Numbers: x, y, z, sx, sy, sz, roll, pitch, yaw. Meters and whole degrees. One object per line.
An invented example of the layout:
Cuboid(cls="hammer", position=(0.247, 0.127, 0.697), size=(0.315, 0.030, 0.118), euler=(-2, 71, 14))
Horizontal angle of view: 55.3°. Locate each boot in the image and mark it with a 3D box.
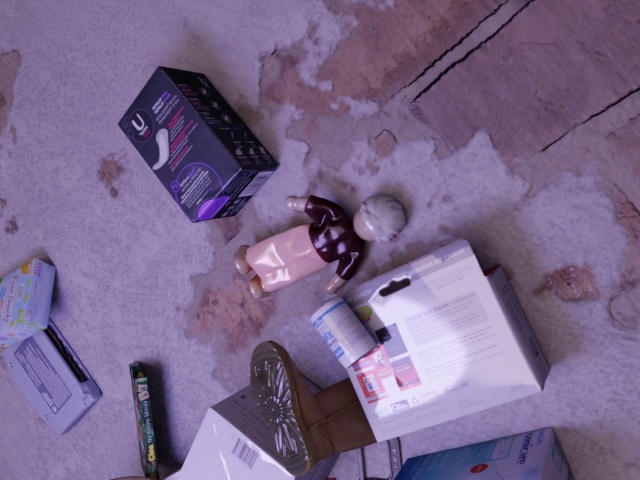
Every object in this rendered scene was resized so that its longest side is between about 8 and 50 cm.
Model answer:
Cuboid(cls="boot", position=(0.008, 0.279, 1.112), size=(0.089, 0.269, 0.236), euler=(-24, 78, 36))

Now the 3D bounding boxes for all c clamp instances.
Cuboid(cls="c clamp", position=(0.098, 0.445, 1.227), size=(0.137, 0.022, 0.161), euler=(3, 99, 25))

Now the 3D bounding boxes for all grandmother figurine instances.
Cuboid(cls="grandmother figurine", position=(0.000, 0.000, 1.170), size=(0.342, 0.104, 0.208), euler=(-21, 116, 24))

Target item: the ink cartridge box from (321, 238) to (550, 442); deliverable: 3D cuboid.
Cuboid(cls="ink cartridge box", position=(0.196, 0.169, 1.078), size=(0.309, 0.130, 0.272), euler=(-26, 84, 26))

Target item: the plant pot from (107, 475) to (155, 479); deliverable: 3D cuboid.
Cuboid(cls="plant pot", position=(-0.410, 0.644, 1.280), size=(0.254, 0.254, 0.239), euler=(3, 95, 25))

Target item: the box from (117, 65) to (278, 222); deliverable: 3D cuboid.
Cuboid(cls="box", position=(-0.245, -0.191, 1.225), size=(0.165, 0.143, 0.270), euler=(-44, 78, 25))

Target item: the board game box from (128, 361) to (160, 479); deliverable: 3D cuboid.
Cuboid(cls="board game box", position=(-0.410, 0.426, 1.421), size=(0.136, 0.030, 0.260), euler=(-170, 74, -68))

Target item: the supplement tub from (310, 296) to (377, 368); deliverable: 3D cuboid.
Cuboid(cls="supplement tub", position=(0.039, 0.157, 1.046), size=(0.071, 0.071, 0.107), euler=(-44, 73, 24))

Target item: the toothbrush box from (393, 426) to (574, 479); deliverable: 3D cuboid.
Cuboid(cls="toothbrush box", position=(0.267, 0.447, 1.040), size=(0.295, 0.216, 0.126), euler=(-22, 88, 27))

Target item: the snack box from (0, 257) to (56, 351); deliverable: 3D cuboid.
Cuboid(cls="snack box", position=(-0.760, 0.164, 1.525), size=(0.207, 0.070, 0.175), euler=(-25, 53, 25))

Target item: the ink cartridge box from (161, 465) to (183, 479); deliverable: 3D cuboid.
Cuboid(cls="ink cartridge box", position=(-0.208, 0.603, 1.346), size=(0.198, 0.114, 0.273), euler=(-34, 82, 26))

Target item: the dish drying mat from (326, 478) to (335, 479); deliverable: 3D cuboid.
Cuboid(cls="dish drying mat", position=(0.000, 0.524, 1.295), size=(0.083, 0.008, 0.032), euler=(-19, 89, 26))

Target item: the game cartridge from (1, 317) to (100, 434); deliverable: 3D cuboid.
Cuboid(cls="game cartridge", position=(-0.705, 0.344, 1.580), size=(0.196, 0.060, 0.294), euler=(-43, 79, 21))

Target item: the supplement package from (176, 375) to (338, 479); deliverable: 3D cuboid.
Cuboid(cls="supplement package", position=(-0.097, 0.405, 1.176), size=(0.199, 0.262, 0.198), euler=(32, 110, 21))
